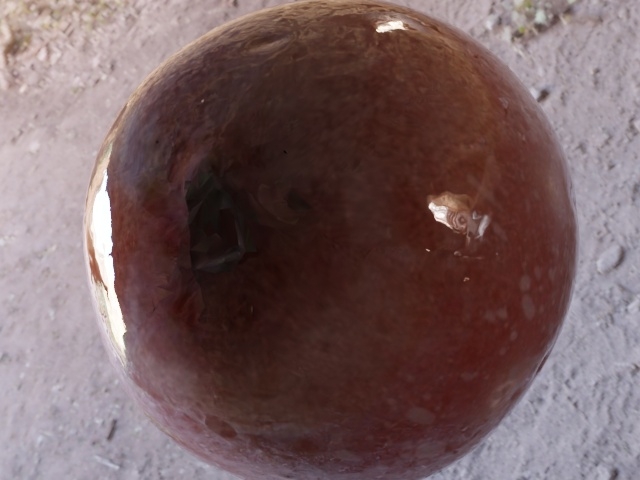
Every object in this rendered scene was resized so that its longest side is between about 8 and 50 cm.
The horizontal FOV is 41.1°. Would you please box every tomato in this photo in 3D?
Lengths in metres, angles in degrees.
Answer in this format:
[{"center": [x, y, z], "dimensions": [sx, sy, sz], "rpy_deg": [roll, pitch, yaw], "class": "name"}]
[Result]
[{"center": [0.000, 0.000, 0.456], "dimensions": [0.270, 0.227, 0.270], "rpy_deg": [-3, 81, 22], "class": "tomato"}]
